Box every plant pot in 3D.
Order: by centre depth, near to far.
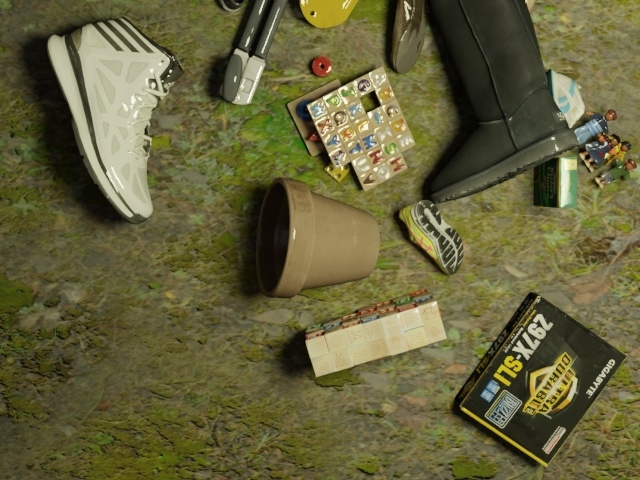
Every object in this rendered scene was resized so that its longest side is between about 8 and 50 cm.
[{"bbox_3d":[0.000,0.000,1.768,0.229,0.263,0.263,4,96,-19],"label":"plant pot"}]

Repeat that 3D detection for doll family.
[{"bbox_3d":[0.642,-0.211,1.812,0.111,0.076,0.193,-31,128,21],"label":"doll family"}]

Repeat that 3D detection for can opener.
[{"bbox_3d":[-0.146,-0.435,1.779,0.076,0.095,0.283,21,95,-4],"label":"can opener"}]

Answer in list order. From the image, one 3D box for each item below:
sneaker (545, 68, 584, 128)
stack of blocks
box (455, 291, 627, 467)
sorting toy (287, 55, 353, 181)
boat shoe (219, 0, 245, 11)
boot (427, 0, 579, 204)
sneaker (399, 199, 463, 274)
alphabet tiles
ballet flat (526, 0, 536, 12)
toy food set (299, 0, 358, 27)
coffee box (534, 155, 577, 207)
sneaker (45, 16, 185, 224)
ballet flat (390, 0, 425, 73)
[{"bbox_3d":[0.531,-0.277,1.769,0.092,0.087,0.229,18,58,-11],"label":"sneaker"},{"bbox_3d":[0.119,0.203,1.810,0.297,0.171,0.087,-17,96,1],"label":"stack of blocks"},{"bbox_3d":[0.510,0.321,1.878,0.257,0.079,0.322,35,94,-2],"label":"box"},{"bbox_3d":[0.015,-0.270,1.824,0.132,0.046,0.275,-26,96,1],"label":"sorting toy"},{"bbox_3d":[-0.177,-0.619,1.759,0.080,0.076,0.229,8,97,-26],"label":"boat shoe"},{"bbox_3d":[0.321,-0.340,1.755,0.367,0.146,0.445,-26,83,39],"label":"boot"},{"bbox_3d":[0.252,-0.007,1.846,0.081,0.094,0.208,-47,117,-30],"label":"sneaker"},{"bbox_3d":[0.101,-0.240,1.810,0.198,0.009,0.237,-29,108,-11],"label":"alphabet tiles"},{"bbox_3d":[0.447,-0.620,1.775,0.106,0.107,0.316,-11,96,-14],"label":"ballet flat"},{"bbox_3d":[0.029,-0.577,1.790,0.128,0.071,0.218,31,97,-28],"label":"toy food set"},{"bbox_3d":[0.516,-0.129,1.779,0.040,0.184,0.113,0,96,-2],"label":"coffee box"},{"bbox_3d":[-0.399,-0.275,1.752,0.257,0.169,0.448,-21,93,3],"label":"sneaker"},{"bbox_3d":[0.191,-0.496,1.784,0.084,0.058,0.250,-17,123,-39],"label":"ballet flat"}]
